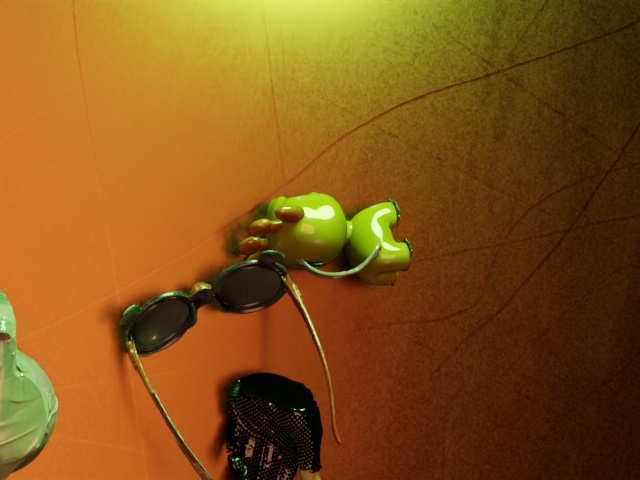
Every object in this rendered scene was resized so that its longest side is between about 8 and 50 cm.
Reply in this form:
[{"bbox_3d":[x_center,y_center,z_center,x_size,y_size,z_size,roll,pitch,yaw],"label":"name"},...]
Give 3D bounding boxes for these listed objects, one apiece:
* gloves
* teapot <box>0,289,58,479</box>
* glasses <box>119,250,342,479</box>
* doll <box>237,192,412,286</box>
[{"bbox_3d":[-0.063,0.274,1.864,0.129,0.106,0.180,3,117,-13],"label":"gloves"},{"bbox_3d":[-0.381,0.180,1.701,0.163,0.178,0.221,27,79,-17],"label":"teapot"},{"bbox_3d":[-0.102,0.159,1.763,0.234,0.118,0.268,-22,54,-13],"label":"glasses"},{"bbox_3d":[0.000,0.000,1.872,0.221,0.143,0.135,2,59,-25],"label":"doll"}]
